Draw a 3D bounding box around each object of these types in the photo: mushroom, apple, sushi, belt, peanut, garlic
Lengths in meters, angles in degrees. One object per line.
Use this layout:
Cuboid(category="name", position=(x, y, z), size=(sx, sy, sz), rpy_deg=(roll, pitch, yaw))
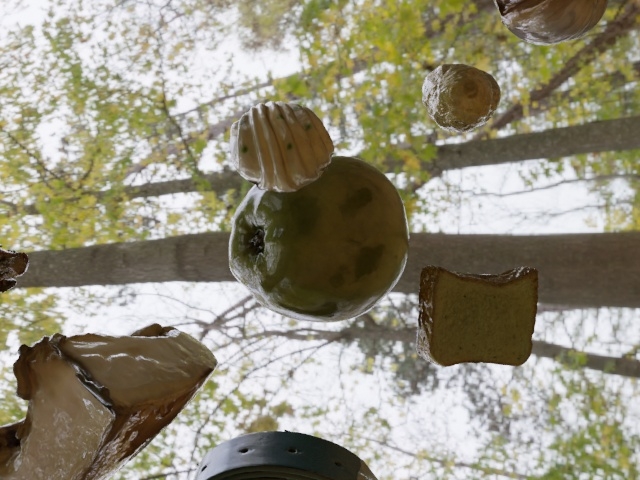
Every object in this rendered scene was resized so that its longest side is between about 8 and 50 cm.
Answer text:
Cuboid(category="mushroom", position=(-0.354, 0.300, 1.303), size=(0.314, 0.224, 0.397), rpy_deg=(-62, -19, 15))
Cuboid(category="apple", position=(0.000, 0.000, 1.502), size=(0.357, 0.357, 0.358), rpy_deg=(0, -90, -47))
Cuboid(category="sushi", position=(-0.503, 0.038, 1.014), size=(0.103, 0.225, 0.097), rpy_deg=(-37, -64, -73))
Cuboid(category="belt", position=(-0.071, 0.575, 1.595), size=(0.173, 0.436, 0.300), rpy_deg=(-90, 7, -71))
Cuboid(category="peanut", position=(0.241, -0.247, 1.285), size=(0.111, 0.125, 0.274), rpy_deg=(-70, -13, 16))
Cuboid(category="garlic", position=(0.294, -0.386, 1.011), size=(0.256, 0.207, 0.207), rpy_deg=(23, -109, -12))

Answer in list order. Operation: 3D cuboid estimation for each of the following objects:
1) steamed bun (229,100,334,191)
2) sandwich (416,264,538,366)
Cuboid(category="steamed bun", position=(-0.062, -0.164, 1.204), size=(0.183, 0.182, 0.106), rpy_deg=(-38, -32, -40))
Cuboid(category="sandwich", position=(0.281, 0.134, 1.340), size=(0.214, 0.065, 0.186), rpy_deg=(5, -88, -16))
